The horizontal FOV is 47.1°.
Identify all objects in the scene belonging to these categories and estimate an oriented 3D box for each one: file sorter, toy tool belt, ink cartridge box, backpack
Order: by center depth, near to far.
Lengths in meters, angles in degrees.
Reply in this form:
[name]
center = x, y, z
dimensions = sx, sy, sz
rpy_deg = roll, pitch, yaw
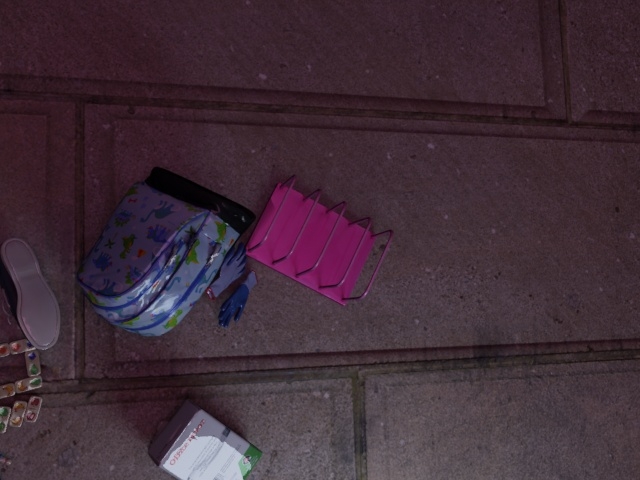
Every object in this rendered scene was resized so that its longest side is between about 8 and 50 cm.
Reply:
[backpack]
center = -0.360, 0.032, 1.616
dimensions = 0.290, 0.273, 0.355
rpy_deg = 27, 93, 31
[ink cartridge box]
center = -0.258, 0.478, 1.652
dimensions = 0.208, 0.087, 0.153
rpy_deg = 45, 73, -28
[toy tool belt]
center = -0.352, 0.454, 1.678
dimensions = 0.051, 0.052, 0.083
rpy_deg = 38, 75, -55
[file sorter]
center = 0.000, 0.000, 1.766
dimensions = 0.291, 0.182, 0.202
rpy_deg = 28, 76, -12

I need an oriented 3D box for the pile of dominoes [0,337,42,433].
[pile of dominoes]
center = -0.706, 0.325, 1.542
dimensions = 0.251, 0.040, 0.195
rpy_deg = -12, 100, -35

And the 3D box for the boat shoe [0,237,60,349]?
[boat shoe]
center = -0.647, 0.122, 1.605
dimensions = 0.095, 0.079, 0.254
rpy_deg = -23, 86, -45

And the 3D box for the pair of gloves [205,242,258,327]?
[pair of gloves]
center = -0.205, 0.107, 1.714
dimensions = 0.023, 0.198, 0.159
rpy_deg = 19, 54, 25

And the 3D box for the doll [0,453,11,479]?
[doll]
center = -0.718, 0.504, 1.564
dimensions = 0.129, 0.046, 0.189
rpy_deg = -29, 86, -8
